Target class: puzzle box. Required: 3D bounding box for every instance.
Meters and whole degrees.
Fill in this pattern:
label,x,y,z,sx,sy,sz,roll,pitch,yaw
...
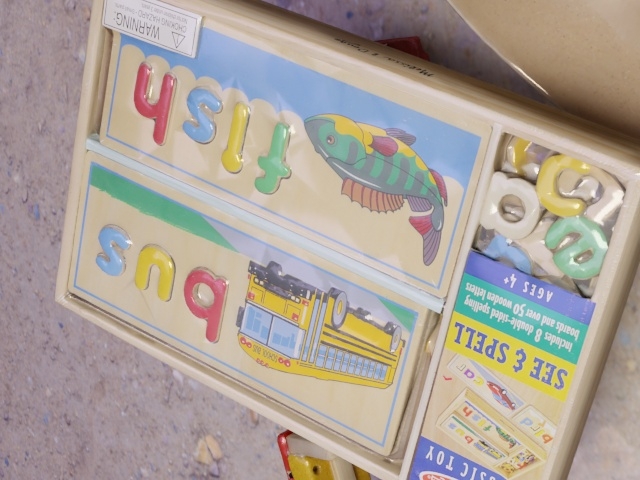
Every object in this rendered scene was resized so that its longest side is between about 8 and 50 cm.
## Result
label,x,y,z,sx,sy,sz,roll,pitch,yaw
puzzle box,0.000,0.000,0.877,0.408,0.052,0.272,24,117,25

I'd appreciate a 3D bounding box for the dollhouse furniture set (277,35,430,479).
label,x,y,z,sx,sy,sz,roll,pitch,yaw
dollhouse furniture set,0.008,0.040,1.059,0.152,0.201,0.374,-4,104,50

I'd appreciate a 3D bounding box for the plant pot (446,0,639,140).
label,x,y,z,sx,sy,sz,roll,pitch,yaw
plant pot,0.198,-0.186,0.737,0.191,0.284,0.284,-49,54,-3
